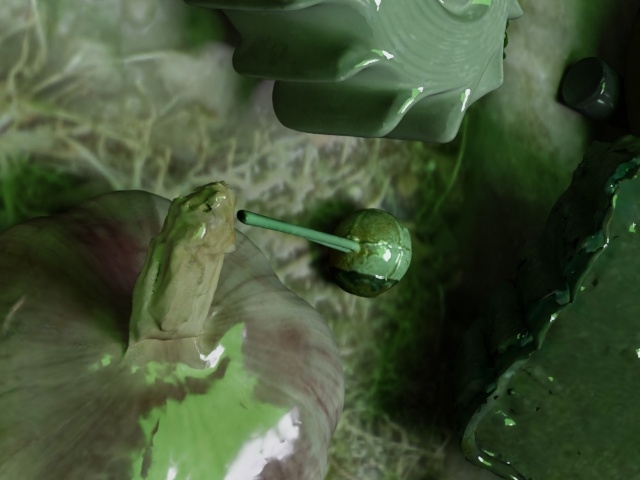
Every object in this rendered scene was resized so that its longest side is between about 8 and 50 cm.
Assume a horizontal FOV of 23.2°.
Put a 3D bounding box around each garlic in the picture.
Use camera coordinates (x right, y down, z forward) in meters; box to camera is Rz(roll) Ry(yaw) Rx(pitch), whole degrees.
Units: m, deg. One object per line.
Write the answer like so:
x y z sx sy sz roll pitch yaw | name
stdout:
-0.087 0.058 0.854 0.245 0.253 0.245 12 53 -16 | garlic

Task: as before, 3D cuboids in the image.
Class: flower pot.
0.067 -0.250 0.994 0.367 0.165 0.254 -52 126 -21 | flower pot

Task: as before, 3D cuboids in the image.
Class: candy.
0.000 0.000 0.996 0.202 0.061 0.061 14 85 -61 | candy

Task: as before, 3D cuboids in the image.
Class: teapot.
0.235 -0.101 1.208 0.111 0.043 0.042 27 78 -39 | teapot

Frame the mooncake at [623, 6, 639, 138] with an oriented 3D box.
0.379 -0.119 1.166 0.284 0.155 0.284 6 75 -22 | mooncake

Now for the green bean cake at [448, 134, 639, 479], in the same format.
0.239 0.078 1.079 0.241 0.132 0.255 28 108 -7 | green bean cake

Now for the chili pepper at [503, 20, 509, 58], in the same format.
0.126 -0.157 1.134 0.027 0.022 0.083 -15 105 -69 | chili pepper
